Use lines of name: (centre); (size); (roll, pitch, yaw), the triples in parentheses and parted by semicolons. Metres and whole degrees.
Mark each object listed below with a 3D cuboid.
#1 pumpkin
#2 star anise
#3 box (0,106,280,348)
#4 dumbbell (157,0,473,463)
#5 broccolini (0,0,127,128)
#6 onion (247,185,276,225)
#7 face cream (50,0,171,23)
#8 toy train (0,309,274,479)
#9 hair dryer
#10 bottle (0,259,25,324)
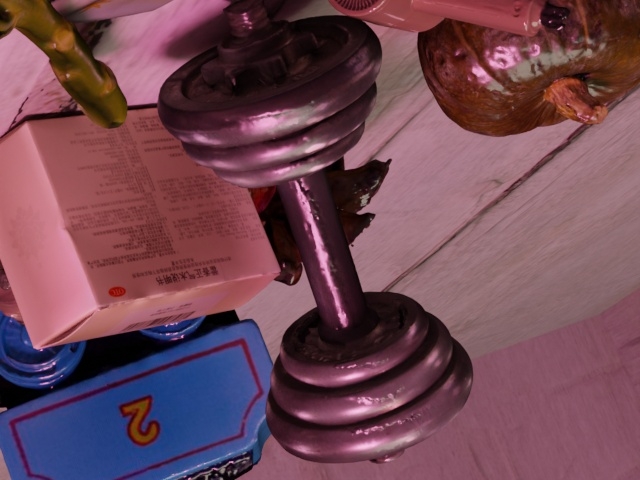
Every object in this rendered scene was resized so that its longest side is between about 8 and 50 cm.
pumpkin: (0.194, -0.162, 1.642); (0.219, 0.162, 0.219); (-22, 163, -7)
star anise: (-0.041, 0.006, 1.853); (0.272, 0.102, 0.272); (-23, -156, 11)
box: (-0.157, -0.014, 1.588); (0.212, 0.168, 0.095); (-10, 161, -48)
dumbbell: (0.000, 0.000, 1.521); (0.179, 0.406, 0.179); (-15, -156, 7)
broccolini: (-0.202, -0.133, 1.238); (0.078, 0.074, 0.392); (-57, 167, -7)
onion: (-0.088, -0.042, 1.770); (0.107, 0.097, 0.107); (-34, 172, -5)
face cream: (-0.094, -0.180, 1.279); (0.114, 0.070, 0.224); (-12, 172, -43)
toy train: (-0.201, 0.157, 2.014); (0.300, 0.265, 0.188); (-21, 168, -5)
hair dryer: (0.104, -0.177, 1.436); (0.182, 0.064, 0.117); (17, -173, 30)
bottle: (-0.255, 0.033, 1.809); (0.099, 0.099, 0.152); (-31, 162, 32)
